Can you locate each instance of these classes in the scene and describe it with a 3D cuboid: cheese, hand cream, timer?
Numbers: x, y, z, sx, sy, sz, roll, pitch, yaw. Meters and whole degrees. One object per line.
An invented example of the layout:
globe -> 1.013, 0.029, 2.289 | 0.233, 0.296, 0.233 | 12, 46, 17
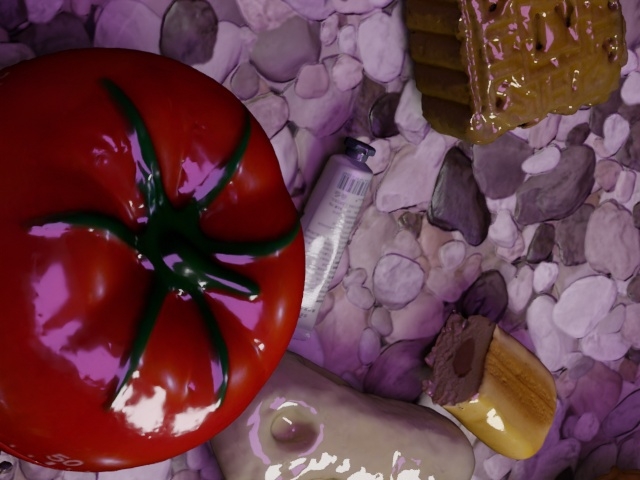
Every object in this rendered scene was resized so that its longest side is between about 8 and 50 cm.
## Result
cheese -> -0.030, 0.305, 1.587 | 0.351, 0.129, 0.328 | 24, 96, -31
hand cream -> 0.000, 0.000, 1.552 | 0.080, 0.050, 0.234 | 17, 103, -33
timer -> -0.202, 0.018, 1.271 | 0.378, 0.279, 0.377 | 11, 75, -46

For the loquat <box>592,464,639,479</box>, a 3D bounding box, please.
loquat -> 0.419, 0.446, 1.773 | 0.328, 0.328, 0.328 | -10, 111, -26

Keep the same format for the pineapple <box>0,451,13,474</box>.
pineapple -> -0.428, 0.271, 1.243 | 0.352, 0.300, 0.352 | -16, 128, -22

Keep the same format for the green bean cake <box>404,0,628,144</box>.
green bean cake -> 0.213, -0.234, 1.533 | 0.224, 0.131, 0.229 | -22, 117, -23

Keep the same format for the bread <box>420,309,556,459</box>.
bread -> 0.204, 0.178, 1.689 | 0.173, 0.085, 0.134 | 44, 50, -33
